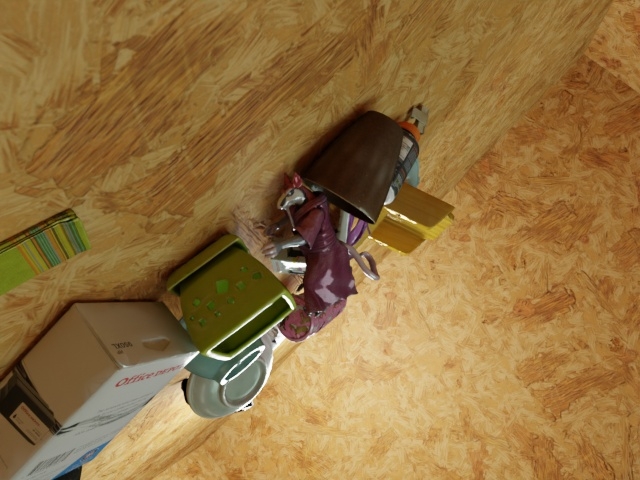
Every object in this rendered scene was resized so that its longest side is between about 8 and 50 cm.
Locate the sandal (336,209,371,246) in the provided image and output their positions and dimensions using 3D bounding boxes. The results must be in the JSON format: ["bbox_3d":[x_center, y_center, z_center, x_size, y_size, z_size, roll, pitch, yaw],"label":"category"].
[{"bbox_3d":[0.104,-0.024,1.379,0.169,0.102,0.417,-57,157,-76],"label":"sandal"}]

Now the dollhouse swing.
[{"bbox_3d":[0.253,0.004,1.618,0.305,0.315,0.347,-62,176,-18],"label":"dollhouse swing"}]

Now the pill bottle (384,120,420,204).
[{"bbox_3d":[0.202,-0.231,1.285,0.246,0.130,0.130,-58,172,-26],"label":"pill bottle"}]

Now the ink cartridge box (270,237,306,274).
[{"bbox_3d":[-0.056,0.053,1.337,0.127,0.175,0.073,90,5,-69],"label":"ink cartridge box"}]

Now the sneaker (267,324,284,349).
[{"bbox_3d":[-0.190,0.370,1.914,0.210,0.137,0.366,-43,168,-13],"label":"sneaker"}]

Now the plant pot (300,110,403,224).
[{"bbox_3d":[0.102,-0.192,1.102,0.231,0.215,0.215,-58,165,-1],"label":"plant pot"}]

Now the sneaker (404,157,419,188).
[{"bbox_3d":[0.321,-0.209,1.713,0.150,0.135,0.366,-41,167,-9],"label":"sneaker"}]

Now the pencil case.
[{"bbox_3d":[-0.025,0.265,1.769,0.167,0.160,0.386,-62,162,17],"label":"pencil case"}]

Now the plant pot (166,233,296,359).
[{"bbox_3d":[-0.213,0.130,1.059,0.228,0.207,0.227,-38,164,-9],"label":"plant pot"}]

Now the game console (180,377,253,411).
[{"bbox_3d":[-0.432,0.624,1.860,0.044,0.213,0.361,-38,156,18],"label":"game console"}]

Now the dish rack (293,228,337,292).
[{"bbox_3d":[-0.017,0.091,1.758,0.208,0.074,0.272,-32,163,-34],"label":"dish rack"}]

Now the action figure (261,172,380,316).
[{"bbox_3d":[0.000,0.000,1.092,0.275,0.248,0.370,-15,119,-1],"label":"action figure"}]

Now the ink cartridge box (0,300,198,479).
[{"bbox_3d":[-0.490,0.316,0.930,0.395,0.166,0.285,-45,166,6],"label":"ink cartridge box"}]

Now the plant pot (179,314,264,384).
[{"bbox_3d":[-0.296,0.309,1.366,0.293,0.196,0.293,-41,164,-14],"label":"plant pot"}]

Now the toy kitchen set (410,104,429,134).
[{"bbox_3d":[0.279,-0.373,1.377,0.068,0.075,0.083,20,82,-34],"label":"toy kitchen set"}]

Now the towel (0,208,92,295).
[{"bbox_3d":[-0.440,0.046,0.620,0.237,0.021,0.102,-36,162,-27],"label":"towel"}]

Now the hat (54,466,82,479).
[{"bbox_3d":[-0.728,0.570,1.005,0.133,0.332,0.331,-2,-168,35],"label":"hat"}]

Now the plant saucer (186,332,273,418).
[{"bbox_3d":[-0.318,0.529,1.733,0.400,0.100,0.401,-24,126,-38],"label":"plant saucer"}]
